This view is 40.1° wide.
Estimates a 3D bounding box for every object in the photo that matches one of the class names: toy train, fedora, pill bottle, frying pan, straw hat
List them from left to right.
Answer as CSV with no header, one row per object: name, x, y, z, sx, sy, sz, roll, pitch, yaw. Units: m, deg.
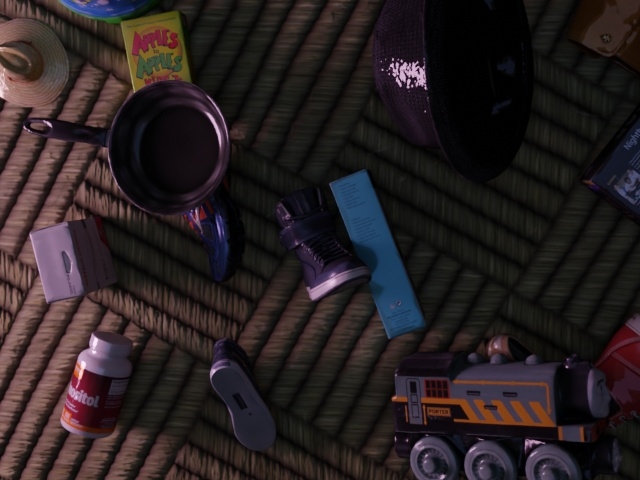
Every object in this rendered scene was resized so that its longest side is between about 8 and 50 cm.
straw hat,-0.464,-0.276,1.347,0.145,0.061,0.144,0,95,5
pill bottle,-0.344,0.222,1.364,0.086,0.086,0.152,17,95,3
frying pan,-0.278,-0.122,1.303,0.326,0.053,0.197,-13,87,18
fedora,0.174,-0.247,1.228,0.153,0.334,0.333,3,96,39
toy train,0.253,0.254,1.251,0.334,0.142,0.190,-4,94,32

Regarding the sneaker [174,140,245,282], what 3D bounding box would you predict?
sneaker,-0.174,-0.043,1.340,0.087,0.083,0.221,-13,85,15

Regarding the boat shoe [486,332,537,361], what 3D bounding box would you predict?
boat shoe,0.327,0.214,1.303,0.190,0.072,0.068,43,70,0

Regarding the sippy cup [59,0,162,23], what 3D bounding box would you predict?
sippy cup,-0.331,-0.443,1.240,0.306,0.224,0.240,-9,93,6

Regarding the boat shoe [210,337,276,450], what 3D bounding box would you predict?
boat shoe,-0.116,0.237,1.361,0.065,0.083,0.183,-17,120,7

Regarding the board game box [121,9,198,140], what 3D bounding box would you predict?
board game box,-0.238,-0.249,1.338,0.092,0.043,0.181,-10,94,6

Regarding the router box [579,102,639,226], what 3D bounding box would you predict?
router box,0.568,-0.134,1.257,0.243,0.081,0.309,38,97,1

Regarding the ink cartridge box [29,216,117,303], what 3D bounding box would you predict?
ink cartridge box,-0.368,0.027,1.318,0.063,0.150,0.109,-13,93,6

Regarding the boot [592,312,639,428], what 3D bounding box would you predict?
boot,0.503,0.250,1.295,0.244,0.088,0.176,41,97,9

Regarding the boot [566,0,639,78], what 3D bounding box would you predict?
boot,0.407,-0.379,1.241,0.295,0.104,0.211,36,96,-3

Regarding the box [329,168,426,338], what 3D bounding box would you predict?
box,0.087,0.017,1.302,0.060,0.100,0.244,-21,92,7

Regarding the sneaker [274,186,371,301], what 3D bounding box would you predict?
sneaker,-0.002,0.001,1.251,0.086,0.226,0.163,-18,90,-13
